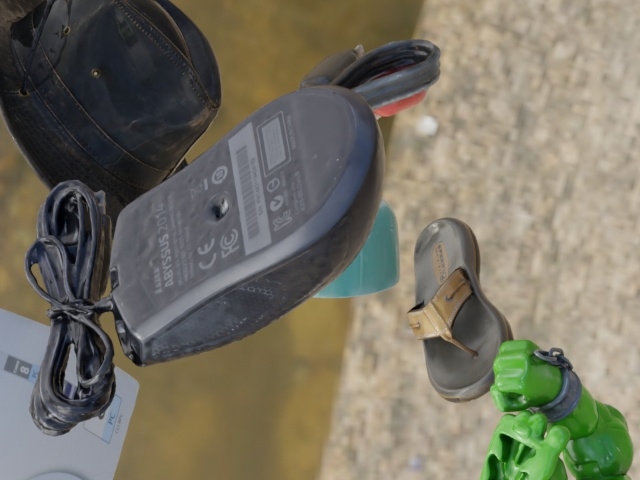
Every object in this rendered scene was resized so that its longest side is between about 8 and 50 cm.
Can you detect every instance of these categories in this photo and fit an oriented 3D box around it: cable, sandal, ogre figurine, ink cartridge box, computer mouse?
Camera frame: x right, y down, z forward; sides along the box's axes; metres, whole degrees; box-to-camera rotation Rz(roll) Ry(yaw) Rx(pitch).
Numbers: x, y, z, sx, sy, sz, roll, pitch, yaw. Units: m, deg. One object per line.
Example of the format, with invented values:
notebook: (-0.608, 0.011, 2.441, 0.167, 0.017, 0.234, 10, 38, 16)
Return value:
cable: (0.007, -0.087, 1.452, 0.139, 0.287, 0.072, -5, 114, 29)
sandal: (0.111, 0.054, 1.641, 0.090, 0.060, 0.219, -37, 39, 27)
ogre figurine: (0.136, 0.154, 0.991, 0.097, 0.118, 0.197, -33, 70, 29)
ink cartridge box: (-0.339, 0.206, 1.756, 0.091, 0.385, 0.308, 3, 67, 30)
computer mouse: (-0.060, 0.002, 1.126, 0.272, 0.072, 0.188, -28, 47, 27)

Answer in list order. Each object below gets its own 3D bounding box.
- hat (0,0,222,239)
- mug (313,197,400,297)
hat: (-0.166, -0.145, 1.642, 0.134, 0.331, 0.331, -35, 58, 16)
mug: (0.010, 0.000, 1.934, 0.129, 0.158, 0.097, 6, 105, 34)
